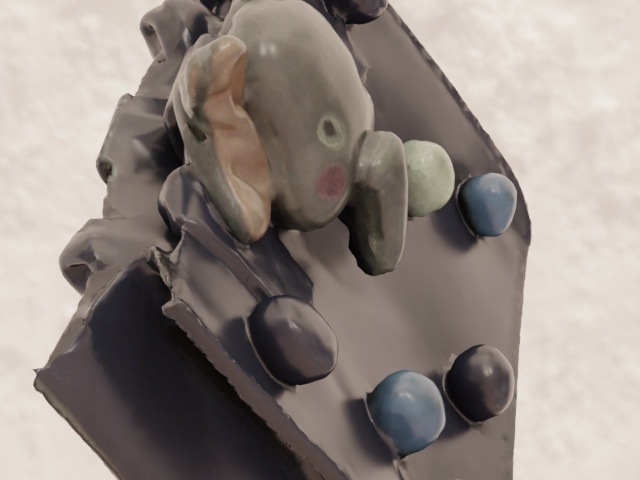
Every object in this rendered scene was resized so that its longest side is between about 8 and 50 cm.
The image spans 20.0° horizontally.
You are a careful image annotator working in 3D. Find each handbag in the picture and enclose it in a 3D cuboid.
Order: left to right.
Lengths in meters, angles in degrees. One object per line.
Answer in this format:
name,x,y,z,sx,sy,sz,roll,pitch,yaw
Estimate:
handbag,0.000,0.000,0.792,0.118,0.326,0.269,-23,122,24
